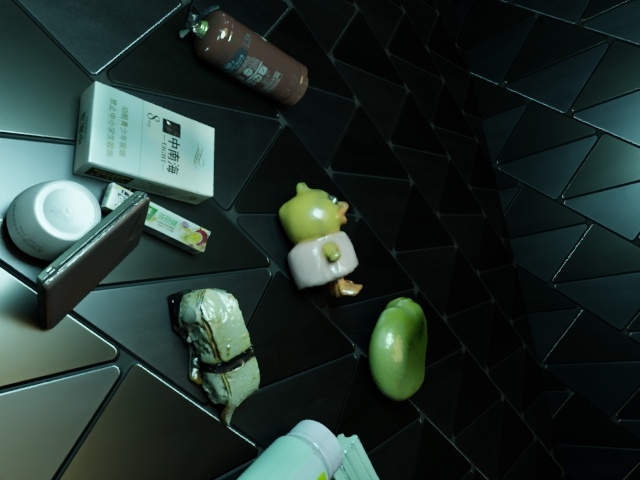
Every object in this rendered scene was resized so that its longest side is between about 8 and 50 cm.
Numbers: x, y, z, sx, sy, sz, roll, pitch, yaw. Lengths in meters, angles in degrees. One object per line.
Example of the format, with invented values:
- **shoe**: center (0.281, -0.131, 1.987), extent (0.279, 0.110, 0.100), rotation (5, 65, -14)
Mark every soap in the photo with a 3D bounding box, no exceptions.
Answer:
- **soap**: center (0.077, 0.564, 1.087), extent (0.114, 0.063, 0.198), rotation (-37, 107, -47)

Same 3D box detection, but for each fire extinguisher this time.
- **fire extinguisher**: center (-0.171, -0.427, 1.069), extent (0.337, 0.135, 0.114), rotation (16, 61, -45)

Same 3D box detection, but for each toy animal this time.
- **toy animal**: center (-0.004, -0.001, 1.114), extent (0.169, 0.195, 0.281), rotation (-9, 88, -11)

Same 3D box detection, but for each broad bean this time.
- **broad bean**: center (0.220, 0.293, 1.304), extent (0.238, 0.119, 0.291), rotation (46, 49, -43)

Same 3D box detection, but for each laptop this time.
- **laptop**: center (-0.343, 0.028, 0.715), extent (0.026, 0.154, 0.207), rotation (35, 48, -3)

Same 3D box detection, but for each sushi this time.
- **sushi**: center (-0.175, 0.214, 0.870), extent (0.134, 0.109, 0.273), rotation (-8, 85, -50)

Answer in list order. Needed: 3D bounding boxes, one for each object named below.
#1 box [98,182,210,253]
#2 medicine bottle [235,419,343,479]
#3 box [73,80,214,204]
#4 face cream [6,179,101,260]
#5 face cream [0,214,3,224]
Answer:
- **box**: center (-0.299, -0.036, 0.862), extent (0.207, 0.041, 0.050), rotation (31, 59, -39)
- **medicine bottle**: center (-0.066, 0.459, 0.893), extent (0.225, 0.139, 0.139), rotation (-30, 101, -50)
- **box**: center (-0.313, -0.169, 0.869), extent (0.243, 0.067, 0.155), rotation (15, 68, -46)
- **face cream**: center (-0.393, -0.031, 0.698), extent (0.117, 0.104, 0.117), rotation (21, 62, -45)
- **face cream**: center (-0.494, 0.045, 0.602), extent (0.114, 0.070, 0.224), rotation (24, 48, -44)
